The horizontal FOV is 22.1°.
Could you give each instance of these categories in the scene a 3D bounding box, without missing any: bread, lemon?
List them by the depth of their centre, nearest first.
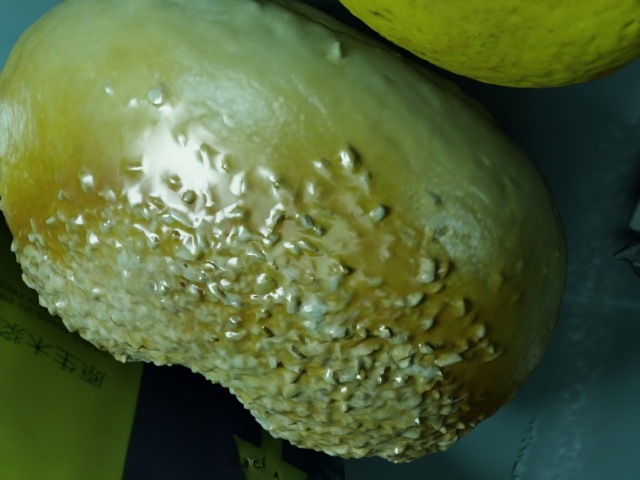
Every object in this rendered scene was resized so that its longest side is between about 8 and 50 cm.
[{"bbox_3d":[0.080,-0.150,0.699,0.207,0.170,0.170,35,118,-29],"label":"lemon"},{"bbox_3d":[0.005,0.001,0.771,0.314,0.171,0.192,38,152,-27],"label":"bread"}]

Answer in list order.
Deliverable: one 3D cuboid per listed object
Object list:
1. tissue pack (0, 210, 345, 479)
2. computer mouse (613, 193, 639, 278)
[{"bbox_3d":[-0.217,0.130,0.837,0.417,0.253,0.264,30,119,-20],"label":"tissue pack"},{"bbox_3d":[0.269,-0.007,0.850,0.231,0.071,0.126,-6,123,5],"label":"computer mouse"}]
